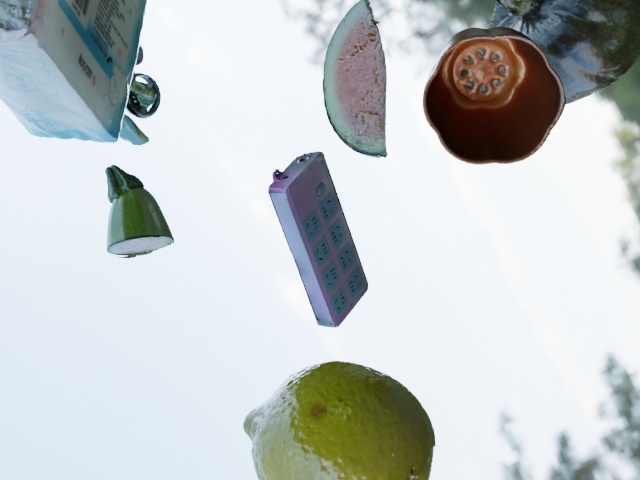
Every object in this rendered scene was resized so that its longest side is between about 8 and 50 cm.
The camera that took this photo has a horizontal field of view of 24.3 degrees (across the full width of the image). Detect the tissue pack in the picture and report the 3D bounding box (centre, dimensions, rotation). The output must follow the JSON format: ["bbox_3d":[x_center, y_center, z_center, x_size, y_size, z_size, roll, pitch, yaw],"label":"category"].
[{"bbox_3d":[-0.277,-0.235,1.505,0.271,0.124,0.201,64,-151,-67],"label":"tissue pack"}]

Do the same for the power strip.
[{"bbox_3d":[0.000,0.000,2.198,0.109,0.038,0.278,-49,-49,-39],"label":"power strip"}]

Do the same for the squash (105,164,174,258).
[{"bbox_3d":[-0.281,-0.050,2.235,0.105,0.105,0.132,22,-127,-65],"label":"squash"}]

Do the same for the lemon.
[{"bbox_3d":[0.025,0.275,1.964,0.254,0.228,0.228,23,-154,-8],"label":"lemon"}]

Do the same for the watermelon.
[{"bbox_3d":[0.060,-0.224,2.157,0.063,0.119,0.245,8,-110,-39],"label":"watermelon"}]

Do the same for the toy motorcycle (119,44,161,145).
[{"bbox_3d":[-0.397,-0.270,2.570,0.296,0.109,0.198,30,-115,-39],"label":"toy motorcycle"}]

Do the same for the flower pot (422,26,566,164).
[{"bbox_3d":[0.230,-0.217,2.047,0.190,0.191,0.173,56,-168,-19],"label":"flower pot"}]

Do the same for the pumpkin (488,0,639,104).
[{"bbox_3d":[0.386,-0.364,2.304,0.242,0.232,0.324,8,-90,-30],"label":"pumpkin"}]
